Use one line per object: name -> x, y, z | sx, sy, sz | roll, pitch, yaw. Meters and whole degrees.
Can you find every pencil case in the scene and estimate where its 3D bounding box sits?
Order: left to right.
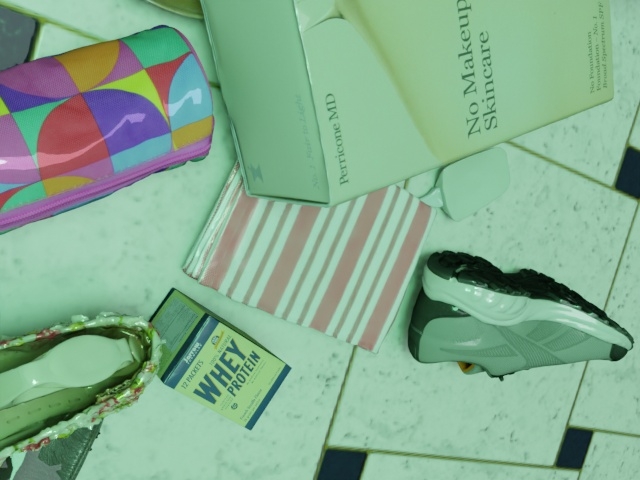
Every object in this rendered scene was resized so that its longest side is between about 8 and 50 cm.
pencil case -> -0.178, -0.053, 0.426 | 0.236, 0.104, 0.104 | -29, 113, -24

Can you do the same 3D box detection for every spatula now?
spatula -> 0.065, -0.075, 0.611 | 0.242, 0.019, 0.168 | -26, 113, -23

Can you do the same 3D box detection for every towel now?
towel -> 0.000, 0.000, 0.576 | 0.197, 0.029, 0.144 | 26, 87, -29

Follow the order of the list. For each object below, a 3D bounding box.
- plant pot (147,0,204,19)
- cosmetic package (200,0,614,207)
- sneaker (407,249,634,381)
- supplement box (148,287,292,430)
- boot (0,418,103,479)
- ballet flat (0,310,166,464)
plant pot -> -0.081, -0.273, 0.478 | 0.237, 0.032, 0.236 | -6, 104, -28
cosmetic package -> 0.082, -0.147, 0.522 | 0.310, 0.113, 0.160 | -24, 111, -32
sneaker -> 0.197, 0.087, 0.687 | 0.272, 0.100, 0.107 | 14, 107, -28
supplement box -> -0.083, 0.088, 0.523 | 0.083, 0.083, 0.056 | 38, 81, -30
boot -> -0.279, 0.164, 0.423 | 0.229, 0.091, 0.263 | 41, 77, -29
ballet flat -> -0.193, 0.089, 0.395 | 0.241, 0.077, 0.091 | -21, 83, -46
